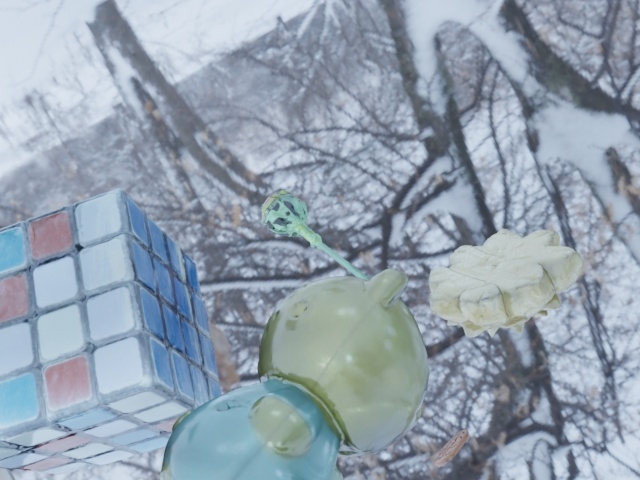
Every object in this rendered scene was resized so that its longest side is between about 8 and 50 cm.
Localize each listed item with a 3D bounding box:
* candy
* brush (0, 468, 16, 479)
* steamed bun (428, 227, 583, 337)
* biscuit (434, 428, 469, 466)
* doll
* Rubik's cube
[{"bbox_3d":[0.000,0.000,1.584,0.091,0.083,0.305,-23,-132,-38],"label":"candy"},{"bbox_3d":[-0.405,0.384,1.104,0.060,0.050,0.321,-42,-151,-18],"label":"brush"},{"bbox_3d":[0.360,0.089,1.585,0.292,0.137,0.295,-17,-161,17],"label":"steamed bun"},{"bbox_3d":[0.252,0.403,1.606,0.091,0.015,0.078,-43,177,-36],"label":"biscuit"},{"bbox_3d":[-0.011,0.147,0.718,0.261,0.161,0.177,-48,164,-25],"label":"doll"},{"bbox_3d":[-0.289,0.126,1.019,0.253,0.259,0.256,-19,156,5],"label":"Rubik's cube"}]
